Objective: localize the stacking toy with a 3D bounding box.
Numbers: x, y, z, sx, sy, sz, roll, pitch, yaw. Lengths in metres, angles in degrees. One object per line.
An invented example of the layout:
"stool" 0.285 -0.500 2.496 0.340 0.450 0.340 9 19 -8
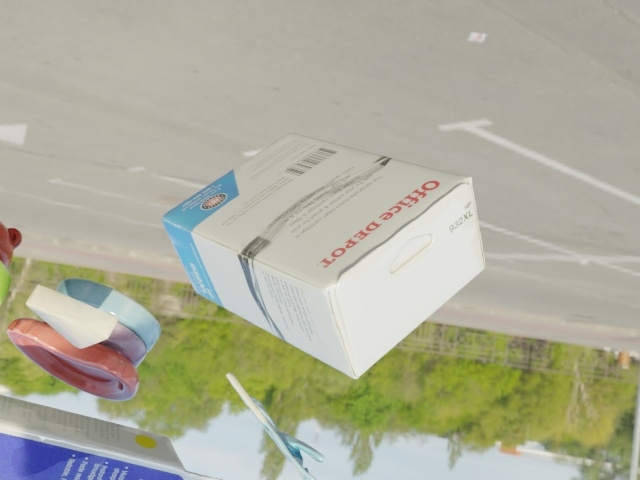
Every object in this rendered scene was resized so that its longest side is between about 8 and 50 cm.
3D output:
"stacking toy" -0.310 0.037 0.873 0.309 0.130 0.279 26 151 -4

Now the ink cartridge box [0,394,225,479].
"ink cartridge box" -0.273 0.315 0.814 0.307 0.303 0.072 20 -165 -21

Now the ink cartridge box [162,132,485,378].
"ink cartridge box" 0.000 0.000 0.948 0.223 0.129 0.307 -36 -144 -28

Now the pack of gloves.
"pack of gloves" -0.050 0.306 1.264 0.232 0.046 0.195 49 168 18
